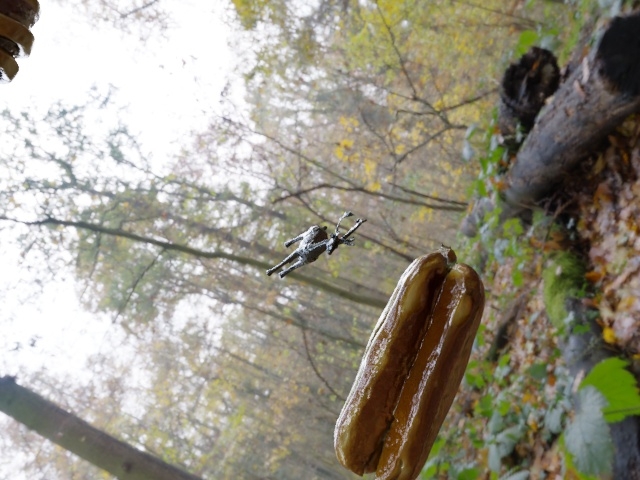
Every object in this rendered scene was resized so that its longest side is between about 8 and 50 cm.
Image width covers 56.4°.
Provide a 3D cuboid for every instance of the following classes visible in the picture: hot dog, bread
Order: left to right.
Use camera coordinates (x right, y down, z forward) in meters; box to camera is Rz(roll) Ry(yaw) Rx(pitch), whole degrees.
[{"bbox_3d":[-0.396,-0.197,0.671,0.225,0.081,0.134,-57,14,-12],"label":"bread"},{"bbox_3d":[0.129,0.166,0.821,0.337,0.135,0.100,-68,-19,-5],"label":"hot dog"}]

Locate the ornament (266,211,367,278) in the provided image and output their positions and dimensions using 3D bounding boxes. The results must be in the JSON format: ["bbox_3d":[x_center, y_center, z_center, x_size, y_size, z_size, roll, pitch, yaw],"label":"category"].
[{"bbox_3d":[0.000,0.000,0.650,0.125,0.028,0.073,-30,18,32],"label":"ornament"}]
